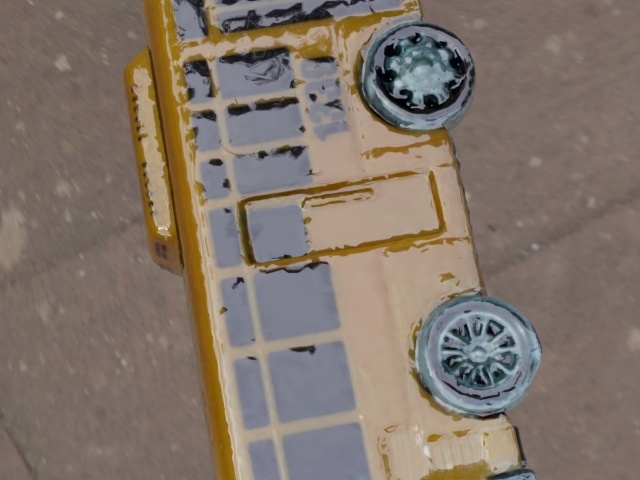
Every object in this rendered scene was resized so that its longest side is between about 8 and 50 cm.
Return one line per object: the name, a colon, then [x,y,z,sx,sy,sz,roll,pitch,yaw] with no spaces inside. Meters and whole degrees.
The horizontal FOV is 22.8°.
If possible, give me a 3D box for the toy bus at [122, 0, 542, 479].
toy bus: [0.000,0.000,0.530,0.114,0.098,0.201,-9,73,-4]
